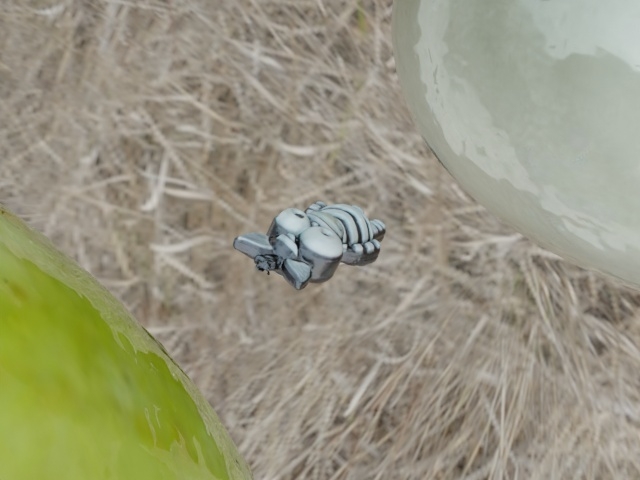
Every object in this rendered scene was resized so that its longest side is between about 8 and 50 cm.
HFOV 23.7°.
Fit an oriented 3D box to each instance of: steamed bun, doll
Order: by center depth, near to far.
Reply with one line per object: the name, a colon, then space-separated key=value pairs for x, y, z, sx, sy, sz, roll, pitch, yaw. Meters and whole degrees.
steamed bun: x=0.184 y=-0.076 z=0.684 sx=0.324 sy=0.324 sz=0.206 roll=18 pitch=104 yaw=8
doll: x=0.000 y=0.000 z=1.554 sx=0.091 sy=0.219 sz=0.067 roll=37 pitch=117 yaw=18

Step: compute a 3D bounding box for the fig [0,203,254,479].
fig: x=-0.147 y=0.102 z=0.469 sx=0.258 sy=0.326 sz=0.258 roll=-17 pitch=61 yaw=35
